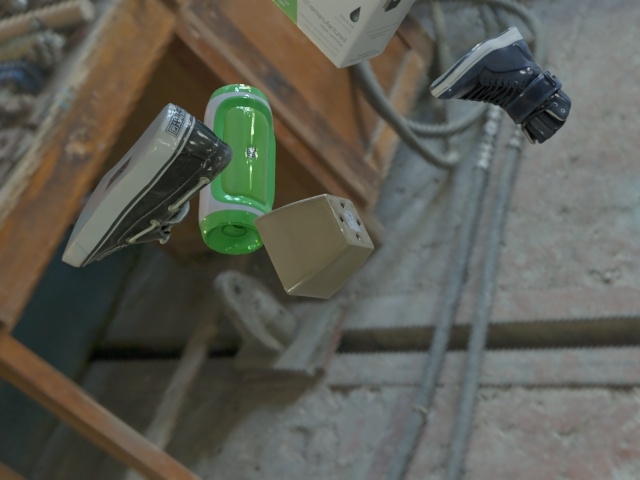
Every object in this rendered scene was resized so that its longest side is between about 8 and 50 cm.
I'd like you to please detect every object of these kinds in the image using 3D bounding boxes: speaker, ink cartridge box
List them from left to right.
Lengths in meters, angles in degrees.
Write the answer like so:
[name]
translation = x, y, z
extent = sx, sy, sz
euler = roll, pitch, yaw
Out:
[speaker]
translation = -0.149, -0.128, 2.316
extent = 0.131, 0.131, 0.296
euler = -22, 53, 31
[ink cartridge box]
translation = 0.044, -0.337, 1.506
extent = 0.092, 0.160, 0.219
euler = -27, -22, -45

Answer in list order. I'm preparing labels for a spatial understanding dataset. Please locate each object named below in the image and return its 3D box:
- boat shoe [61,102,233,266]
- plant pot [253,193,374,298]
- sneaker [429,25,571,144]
[boat shoe]
translation = -0.147, -0.027, 1.074
extent = 0.219, 0.070, 0.078
euler = -39, 26, 48
[plant pot]
translation = 0.000, 0.000, 1.624
extent = 0.096, 0.109, 0.109
euler = -34, 70, 23
[sneaker]
translation = 0.259, -0.200, 1.821
extent = 0.226, 0.163, 0.086
euler = -32, -4, -46
